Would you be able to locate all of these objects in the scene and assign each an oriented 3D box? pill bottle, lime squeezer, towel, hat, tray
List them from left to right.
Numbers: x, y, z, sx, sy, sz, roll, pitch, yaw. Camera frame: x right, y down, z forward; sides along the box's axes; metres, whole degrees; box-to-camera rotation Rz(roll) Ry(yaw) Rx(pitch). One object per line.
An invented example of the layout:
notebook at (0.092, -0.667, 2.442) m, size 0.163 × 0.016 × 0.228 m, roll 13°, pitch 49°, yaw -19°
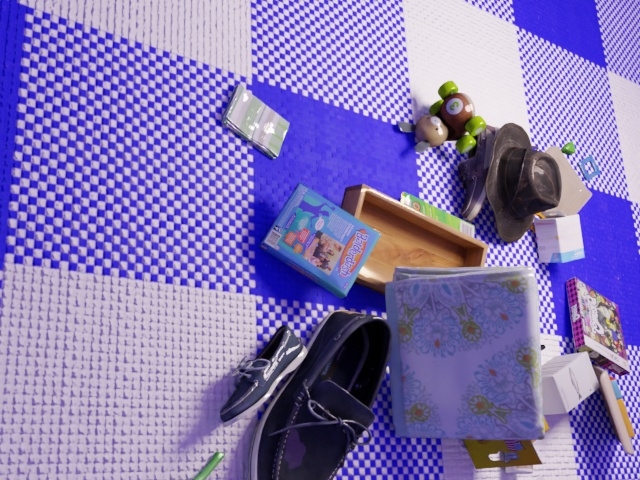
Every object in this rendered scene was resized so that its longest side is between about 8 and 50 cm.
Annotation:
lime squeezer at (-0.235, 0.503, 1.345) m, size 0.110 × 0.059 × 0.310 m, roll 39°, pitch 40°, yaw -38°
towel at (-0.139, -0.262, 1.724) m, size 0.152 × 0.023 × 0.113 m, roll 34°, pitch 57°, yaw -25°
tray at (0.210, 0.040, 1.840) m, size 0.411 × 0.076 × 0.203 m, roll 23°, pitch 74°, yaw -32°
towel at (0.306, 0.238, 1.679) m, size 0.090 × 0.320 × 0.374 m, roll -6°, pitch 93°, yaw -71°
pill bottle at (0.482, 0.507, 1.917) m, size 0.067 × 0.067 × 0.120 m, roll 16°, pitch 65°, yaw -34°
hat at (0.563, -0.152, 2.091) m, size 0.331 × 0.134 × 0.331 m, roll -6°, pitch 97°, yaw -53°

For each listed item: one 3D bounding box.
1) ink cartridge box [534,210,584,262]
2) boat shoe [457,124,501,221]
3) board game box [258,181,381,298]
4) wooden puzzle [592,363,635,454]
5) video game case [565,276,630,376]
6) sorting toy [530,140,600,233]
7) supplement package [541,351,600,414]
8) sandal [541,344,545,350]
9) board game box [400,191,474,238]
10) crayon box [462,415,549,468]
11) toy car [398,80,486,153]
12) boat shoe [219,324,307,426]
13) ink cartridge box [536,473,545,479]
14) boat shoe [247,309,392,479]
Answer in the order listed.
ink cartridge box at (0.671, -0.014, 2.211) m, size 0.090 × 0.092 × 0.143 m, roll -10°, pitch 94°, yaw -27°
boat shoe at (0.412, -0.187, 2.097) m, size 0.092 × 0.103 × 0.285 m, roll 21°, pitch 73°, yaw -3°
board game box at (0.000, 0.000, 1.658) m, size 0.210 × 0.047 × 0.160 m, roll 33°, pitch 74°, yaw -5°
wooden puzzle at (0.801, 0.450, 2.136) m, size 0.238 × 0.044 × 0.221 m, roll 8°, pitch 65°, yaw -75°
video game case at (0.792, 0.246, 2.246) m, size 0.210 × 0.042 × 0.232 m, roll 31°, pitch 45°, yaw -27°
sorting toy at (0.690, -0.154, 2.323) m, size 0.347 × 0.047 × 0.196 m, roll -44°, pitch 98°, yaw -25°
supplement package at (0.631, 0.375, 2.058) m, size 0.179 × 0.105 × 0.105 m, roll -21°, pitch 90°, yaw -41°
sandal at (0.517, 0.286, 2.029) m, size 0.179 × 0.067 × 0.040 m, roll -9°, pitch 69°, yaw -38°
board game box at (0.286, -0.022, 1.971) m, size 0.259 × 0.039 × 0.124 m, roll 24°, pitch 62°, yaw -33°
crayon box at (0.385, 0.360, 1.805) m, size 0.081 × 0.202 × 0.318 m, roll -22°, pitch 90°, yaw -41°
toy car at (0.297, -0.296, 2.021) m, size 0.188 × 0.149 × 0.155 m, roll -23°, pitch 67°, yaw -23°
boat shoe at (-0.117, 0.255, 1.508) m, size 0.254 × 0.095 × 0.079 m, roll -42°, pitch 103°, yaw -41°
ink cartridge box at (0.548, 0.666, 1.917) m, size 0.180 × 0.060 × 0.104 m, roll -41°, pitch 101°, yaw -40°
boat shoe at (0.009, 0.340, 1.538) m, size 0.187 × 0.156 × 0.500 m, roll 44°, pitch 53°, yaw -24°
